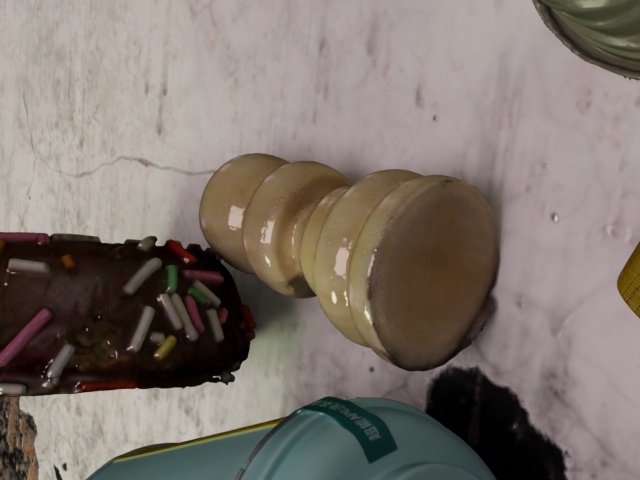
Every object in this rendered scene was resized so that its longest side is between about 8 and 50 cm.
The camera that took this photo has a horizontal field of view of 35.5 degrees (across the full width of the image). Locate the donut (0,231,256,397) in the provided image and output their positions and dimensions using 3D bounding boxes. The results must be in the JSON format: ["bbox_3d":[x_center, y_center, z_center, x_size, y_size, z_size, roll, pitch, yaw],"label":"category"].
[{"bbox_3d":[-0.210,0.062,0.840,0.259,0.345,0.136,-8,82,52],"label":"donut"}]

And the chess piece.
[{"bbox_3d":[0.000,0.000,0.793,0.261,0.143,0.142,17,107,45],"label":"chess piece"}]

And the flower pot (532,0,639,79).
[{"bbox_3d":[0.188,-0.205,0.575,0.235,0.140,0.235,5,97,43],"label":"flower pot"}]

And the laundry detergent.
[{"bbox_3d":[-0.016,0.269,0.731,0.305,0.287,0.287,-23,80,43],"label":"laundry detergent"}]

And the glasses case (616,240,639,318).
[{"bbox_3d":[0.260,-0.036,0.579,0.079,0.064,0.234,46,124,25],"label":"glasses case"}]
